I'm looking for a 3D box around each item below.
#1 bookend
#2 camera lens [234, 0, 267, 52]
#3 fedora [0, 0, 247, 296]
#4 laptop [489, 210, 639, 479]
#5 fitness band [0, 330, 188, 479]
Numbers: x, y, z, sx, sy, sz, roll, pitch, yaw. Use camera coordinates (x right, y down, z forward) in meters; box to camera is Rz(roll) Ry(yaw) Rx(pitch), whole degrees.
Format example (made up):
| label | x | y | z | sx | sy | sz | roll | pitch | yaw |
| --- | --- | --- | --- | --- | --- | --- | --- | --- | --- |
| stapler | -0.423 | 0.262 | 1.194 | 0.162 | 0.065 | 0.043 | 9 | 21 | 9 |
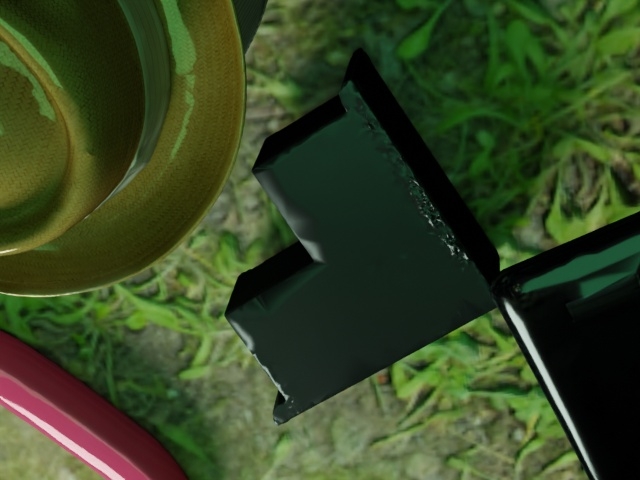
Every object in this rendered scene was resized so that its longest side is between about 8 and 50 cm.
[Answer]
| label | x | y | z | sx | sy | sz | roll | pitch | yaw |
| --- | --- | --- | --- | --- | --- | --- | --- | --- | --- |
| bookend | 0.000 | 0.000 | 0.797 | 0.157 | 0.072 | 0.156 | -31 | 106 | 17 |
| camera lens | -0.138 | -0.130 | 0.645 | 0.219 | 0.274 | 0.219 | 2 | 113 | 4 |
| fedora | -0.120 | -0.058 | 0.481 | 0.194 | 0.079 | 0.194 | 2 | 112 | 4 |
| laptop | 0.328 | 0.048 | 0.675 | 0.382 | 0.236 | 0.408 | -24 | 116 | 13 |
| fitness band | -0.214 | 0.175 | 0.901 | 0.291 | 0.054 | 0.209 | 38 | 108 | -12 |
